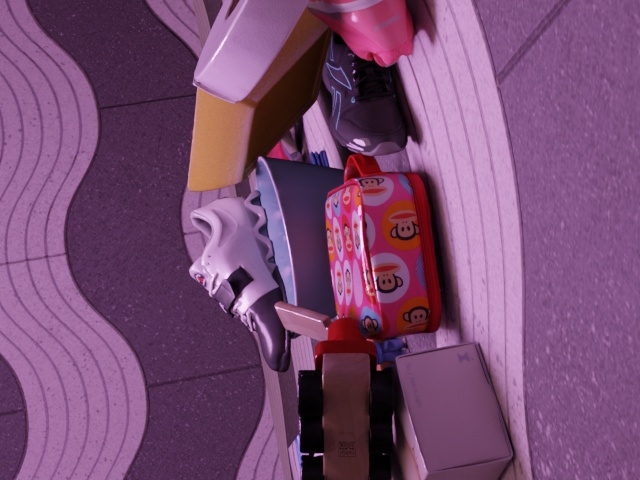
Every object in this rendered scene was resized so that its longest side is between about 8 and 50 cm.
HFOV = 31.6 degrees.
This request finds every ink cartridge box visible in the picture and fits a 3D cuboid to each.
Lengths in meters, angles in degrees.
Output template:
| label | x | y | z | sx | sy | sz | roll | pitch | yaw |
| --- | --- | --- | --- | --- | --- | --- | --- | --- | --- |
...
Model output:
| label | x | y | z | sx | sy | sz | roll | pitch | yaw |
| --- | --- | --- | --- | --- | --- | --- | --- | --- | --- |
| ink cartridge box | 0.022 | 0.418 | 2.217 | 0.203 | 0.148 | 0.085 | 115 | 143 | -72 |

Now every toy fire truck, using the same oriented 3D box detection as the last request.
| label | x | y | z | sx | sy | sz | roll | pitch | yaw |
| --- | --- | --- | --- | --- | --- | --- | --- | --- | --- |
| toy fire truck | 0.014 | 0.195 | 1.499 | 0.246 | 0.159 | 0.217 | -87 | -4 | -58 |

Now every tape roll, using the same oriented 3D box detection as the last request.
| label | x | y | z | sx | sy | sz | roll | pitch | yaw |
| --- | --- | --- | --- | --- | --- | --- | --- | --- | --- |
| tape roll | -0.052 | -0.369 | 1.509 | 0.392 | 0.072 | 0.392 | -58 | 15 | 25 |

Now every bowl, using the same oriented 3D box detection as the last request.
| label | x | y | z | sx | sy | sz | roll | pitch | yaw |
| --- | --- | --- | --- | --- | --- | --- | --- | --- | --- |
| bowl | 0.000 | 0.000 | 1.899 | 0.311 | 0.163 | 0.311 | 171 | 90 | -81 |

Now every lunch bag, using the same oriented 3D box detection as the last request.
| label | x | y | z | sx | sy | sz | roll | pitch | yaw |
| --- | --- | --- | --- | --- | --- | --- | --- | --- | --- |
| lunch bag | 0.077 | 0.004 | 1.596 | 0.293 | 0.120 | 0.258 | 178 | 83 | -80 |

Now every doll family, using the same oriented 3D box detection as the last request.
| label | x | y | z | sx | sy | sz | roll | pitch | yaw |
| --- | --- | --- | --- | --- | --- | --- | --- | --- | --- |
| doll family | 0.094 | 0.227 | 1.737 | 0.076 | 0.111 | 0.193 | 92 | 165 | -48 |

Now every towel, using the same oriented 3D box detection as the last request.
| label | x | y | z | sx | sy | sz | roll | pitch | yaw |
| --- | --- | --- | --- | --- | --- | --- | --- | --- | --- |
| towel | -0.004 | -0.121 | 2.188 | 0.119 | 0.029 | 0.067 | 102 | 155 | -64 |

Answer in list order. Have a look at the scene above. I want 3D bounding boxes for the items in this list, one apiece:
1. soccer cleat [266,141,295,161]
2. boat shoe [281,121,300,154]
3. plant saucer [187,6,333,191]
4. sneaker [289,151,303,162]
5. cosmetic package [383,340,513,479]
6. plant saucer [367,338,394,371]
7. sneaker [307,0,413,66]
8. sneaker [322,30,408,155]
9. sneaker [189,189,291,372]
| label | x | y | z | sx | sy | sz | roll | pitch | yaw |
| --- | --- | --- | --- | --- | --- | --- | --- | --- | --- |
| soccer cleat | -0.095 | -0.164 | 2.317 | 0.248 | 0.083 | 0.095 | 51 | 160 | 7 |
| boat shoe | -0.065 | -0.228 | 2.401 | 0.065 | 0.075 | 0.206 | -58 | -12 | -20 |
| plant saucer | -0.084 | -0.251 | 1.900 | 0.081 | 0.333 | 0.332 | 35 | 151 | 9 |
| sneaker | -0.052 | -0.135 | 2.408 | 0.061 | 0.054 | 0.152 | 58 | 164 | 23 |
| cosmetic package | 0.148 | 0.273 | 1.483 | 0.309 | 0.113 | 0.160 | 96 | 163 | -59 |
| plant saucer | 0.094 | 0.201 | 1.930 | 0.200 | 0.037 | 0.200 | 169 | 90 | -79 |
| sneaker | 0.051 | -0.290 | 1.490 | 0.136 | 0.116 | 0.314 | 63 | -179 | -15 |
| sneaker | 0.054 | -0.217 | 1.575 | 0.267 | 0.101 | 0.106 | -111 | 18 | -47 |
| sneaker | -0.136 | 0.077 | 1.869 | 0.122 | 0.146 | 0.330 | 99 | 157 | -57 |
